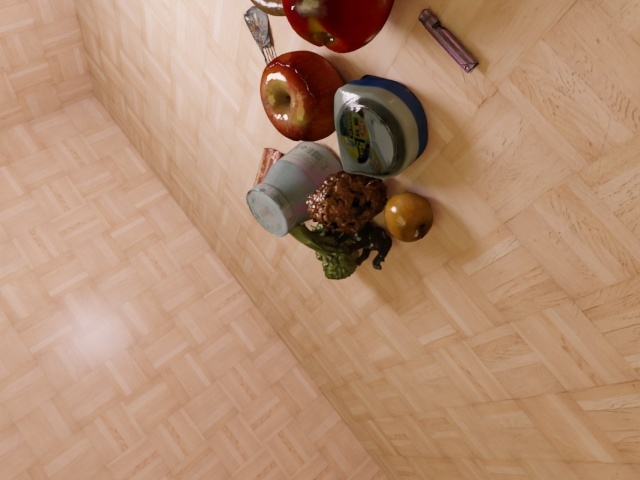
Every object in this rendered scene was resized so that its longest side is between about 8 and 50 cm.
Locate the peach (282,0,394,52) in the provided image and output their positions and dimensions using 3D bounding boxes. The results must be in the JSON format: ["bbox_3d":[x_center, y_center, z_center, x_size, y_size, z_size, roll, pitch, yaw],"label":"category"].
[{"bbox_3d":[0.046,-0.608,1.047,0.281,0.281,0.339,16,96,51],"label":"peach"}]

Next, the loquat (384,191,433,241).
[{"bbox_3d":[0.260,-0.068,1.389,0.163,0.137,0.163,29,126,48],"label":"loquat"}]

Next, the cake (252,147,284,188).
[{"bbox_3d":[-0.224,-0.237,1.956,0.158,0.159,0.262,30,142,45],"label":"cake"}]

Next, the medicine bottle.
[{"bbox_3d":[-0.091,-0.173,1.642,0.245,0.290,0.245,33,149,23],"label":"medicine bottle"}]

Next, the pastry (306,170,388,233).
[{"bbox_3d":[0.091,-0.106,1.487,0.193,0.274,0.275,61,156,19],"label":"pastry"}]

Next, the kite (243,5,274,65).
[{"bbox_3d":[-0.189,-0.658,1.587,0.141,0.015,0.245,19,135,53],"label":"kite"}]

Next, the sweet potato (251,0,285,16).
[{"bbox_3d":[-0.162,-0.741,1.391,0.346,0.079,0.108,50,124,14],"label":"sweet potato"}]

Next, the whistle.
[{"bbox_3d":[0.282,-0.443,1.048,0.176,0.033,0.033,51,153,8],"label":"whistle"}]

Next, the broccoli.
[{"bbox_3d":[0.029,-0.002,1.805,0.302,0.186,0.254,54,-164,-5],"label":"broccoli"}]

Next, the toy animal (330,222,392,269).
[{"bbox_3d":[0.148,0.000,1.635,0.245,0.146,0.114,47,171,22],"label":"toy animal"}]

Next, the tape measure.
[{"bbox_3d":[0.159,-0.298,1.296,0.262,0.138,0.259,28,143,42],"label":"tape measure"}]

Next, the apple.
[{"bbox_3d":[-0.046,-0.434,1.406,0.271,0.206,0.252,36,137,28],"label":"apple"}]
